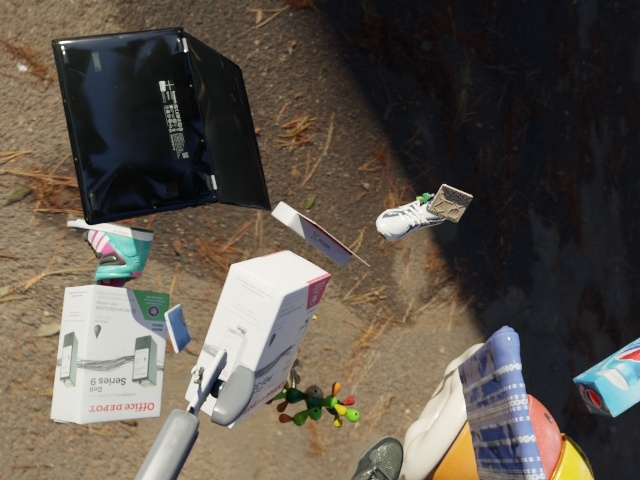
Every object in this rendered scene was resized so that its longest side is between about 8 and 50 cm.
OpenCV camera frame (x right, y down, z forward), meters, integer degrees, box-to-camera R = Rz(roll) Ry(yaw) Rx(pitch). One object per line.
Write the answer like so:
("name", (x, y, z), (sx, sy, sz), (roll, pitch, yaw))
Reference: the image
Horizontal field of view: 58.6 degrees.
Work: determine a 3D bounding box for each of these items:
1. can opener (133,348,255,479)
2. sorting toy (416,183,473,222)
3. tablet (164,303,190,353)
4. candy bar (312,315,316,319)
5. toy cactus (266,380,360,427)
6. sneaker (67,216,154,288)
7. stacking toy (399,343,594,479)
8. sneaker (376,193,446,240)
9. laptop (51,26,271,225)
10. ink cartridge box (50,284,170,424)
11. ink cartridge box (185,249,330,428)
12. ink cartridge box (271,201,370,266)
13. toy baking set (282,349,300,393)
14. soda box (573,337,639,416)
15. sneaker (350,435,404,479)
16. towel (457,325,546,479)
("can opener", (-0.179, 0.272, 0.784), (0.074, 0.093, 0.280), (104, 13, -49))
("sorting toy", (0.210, -0.069, 0.975), (0.083, 0.062, 0.012), (22, 38, -4))
("tablet", (-0.186, 0.114, 0.745), (0.006, 0.083, 0.054), (-16, 92, -2))
("candy bar", (-0.088, 0.257, 1.875), (0.161, 0.040, 0.018), (1, 80, -24))
("toy cactus", (-0.018, 0.363, 1.319), (0.218, 0.180, 0.112), (4, 91, -1))
("sneaker", (-0.565, 0.039, 1.502), (0.123, 0.295, 0.179), (8, 92, -58))
("stacking toy", (0.432, 0.475, 1.182), (0.479, 0.351, 0.351), (33, 66, 11))
("sneaker", (0.275, -0.075, 1.603), (0.234, 0.153, 0.094), (-7, 72, -39))
("laptop", (-0.325, -0.235, 1.264), (0.407, 0.236, 0.382), (-11, 84, -15))
("ink cartridge box", (-0.465, 0.257, 1.286), (0.211, 0.121, 0.290), (14, 73, -50))
("ink cartridge box", (-0.114, 0.177, 1.075), (0.207, 0.117, 0.283), (-17, 131, -65))
("ink cartridge box", (0.000, 0.000, 1.814), (0.275, 0.239, 0.060), (38, 89, -35))
("toy baking set", (-0.097, 0.345, 1.717), (0.197, 0.030, 0.256), (61, 28, -63))
("soda box", (0.571, 0.234, 1.031), (0.210, 0.067, 0.071), (-26, 85, -14))
("sneaker", (0.089, 0.439, 0.984), (0.087, 0.130, 0.227), (48, 62, -1))
("towel", (0.230, 0.287, 0.672), (0.040, 0.243, 0.336), (-7, 68, 0))
